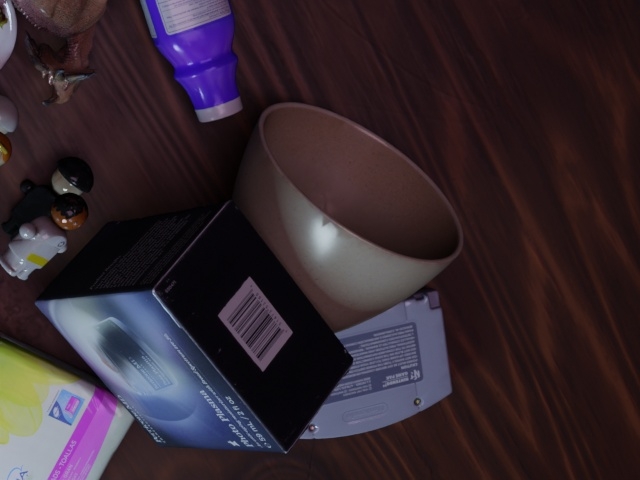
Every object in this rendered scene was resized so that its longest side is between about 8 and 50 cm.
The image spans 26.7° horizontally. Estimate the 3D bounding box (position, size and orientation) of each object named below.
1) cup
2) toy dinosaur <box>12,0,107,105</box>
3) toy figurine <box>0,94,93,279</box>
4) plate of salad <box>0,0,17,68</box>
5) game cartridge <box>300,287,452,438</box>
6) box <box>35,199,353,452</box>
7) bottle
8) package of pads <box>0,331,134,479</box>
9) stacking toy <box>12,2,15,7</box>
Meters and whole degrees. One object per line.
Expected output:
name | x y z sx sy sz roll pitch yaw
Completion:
cup | 0.000 0.000 1.896 0.331 0.331 0.237 24 119 -20
toy dinosaur | -0.351 -0.312 1.754 0.200 0.127 0.295 -55 134 -14
toy figurine | -0.405 -0.074 1.781 0.148 0.209 0.213 -44 111 5
plate of salad | -0.500 -0.279 1.770 0.200 0.048 0.199 -5 125 -8
game cartridge | 0.053 0.196 2.062 0.294 0.060 0.196 -12 100 -15
box | -0.171 0.124 1.801 0.296 0.294 0.182 54 56 -22
bottle | -0.179 -0.307 1.871 0.118 0.092 0.282 -23 106 -17
package of pads | -0.438 0.264 1.894 0.297 0.101 0.229 30 89 -19
stacking toy | -0.453 -0.425 1.784 0.167 0.052 0.221 12 96 -19
